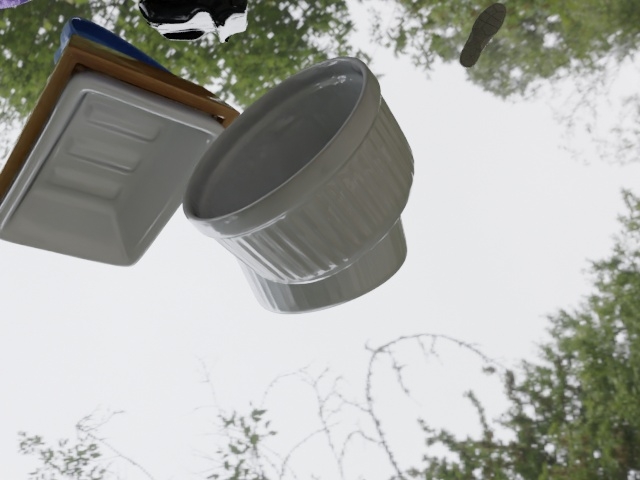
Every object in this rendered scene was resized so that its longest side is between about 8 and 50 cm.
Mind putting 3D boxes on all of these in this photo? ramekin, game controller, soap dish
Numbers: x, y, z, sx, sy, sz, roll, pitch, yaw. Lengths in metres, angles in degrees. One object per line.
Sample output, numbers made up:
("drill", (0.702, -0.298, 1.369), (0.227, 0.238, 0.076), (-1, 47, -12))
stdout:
("ramekin", (0.000, 0.000, 1.180), (0.277, 0.277, 0.135), (-33, -69, -38))
("game controller", (-0.203, -0.373, 1.275), (0.166, 0.319, 0.067), (3, -82, -6))
("ramekin", (-0.012, -0.057, 0.695), (0.109, 0.207, 0.207), (48, -127, -28))
("soap dish", (-0.274, -0.107, 0.980), (0.228, 0.291, 0.118), (16, -143, -38))

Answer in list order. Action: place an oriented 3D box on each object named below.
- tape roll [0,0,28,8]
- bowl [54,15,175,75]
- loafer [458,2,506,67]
("tape roll", (-0.570, -0.528, 1.310), (0.274, 0.090, 0.275), (3, -117, -5))
("bowl", (-0.299, -0.244, 1.379), (0.391, 0.391, 0.077), (37, -79, -20))
("loafer", (0.284, -0.364, 1.369), (0.045, 0.039, 0.125), (32, -81, 1))
